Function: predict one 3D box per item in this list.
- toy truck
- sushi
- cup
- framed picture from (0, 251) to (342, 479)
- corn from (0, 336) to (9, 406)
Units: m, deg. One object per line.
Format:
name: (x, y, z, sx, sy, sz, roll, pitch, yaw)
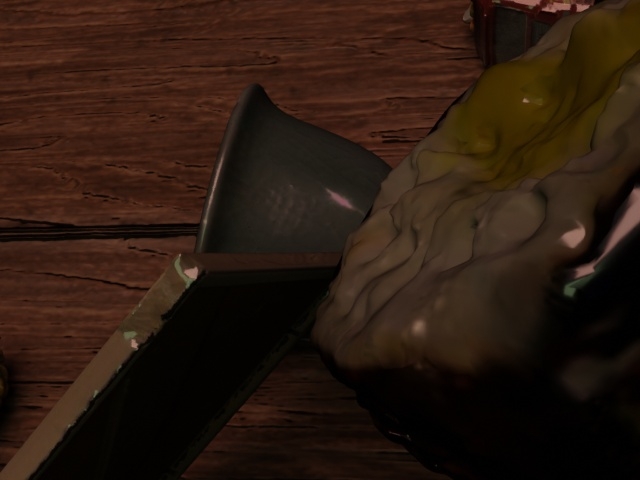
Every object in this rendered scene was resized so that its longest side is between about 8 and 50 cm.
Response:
toy truck: (0.207, -0.265, 0.833, 0.135, 0.114, 0.270, 13, 63, 18)
sushi: (0.174, 0.040, 0.511, 0.281, 0.294, 0.299, -47, 17, 8)
cup: (0.000, 0.000, 0.707, 0.150, 0.199, 0.199, 14, 62, 1)
framed picture: (-0.107, 0.116, 0.566, 0.020, 0.211, 0.289, 46, 106, 17)
corn: (-0.337, 0.199, 0.711, 0.097, 0.097, 0.319, 19, 67, 24)
